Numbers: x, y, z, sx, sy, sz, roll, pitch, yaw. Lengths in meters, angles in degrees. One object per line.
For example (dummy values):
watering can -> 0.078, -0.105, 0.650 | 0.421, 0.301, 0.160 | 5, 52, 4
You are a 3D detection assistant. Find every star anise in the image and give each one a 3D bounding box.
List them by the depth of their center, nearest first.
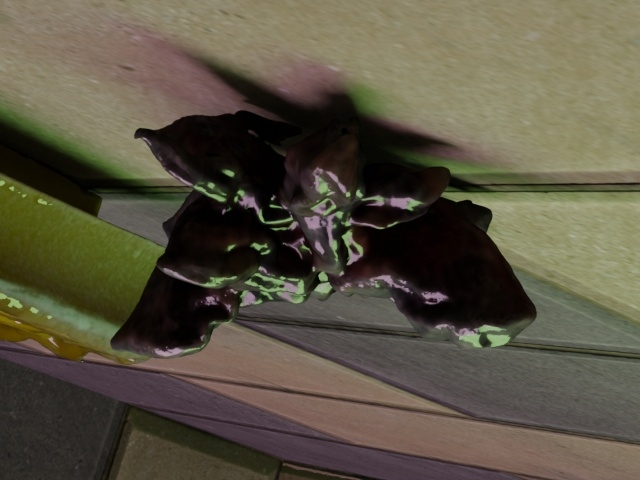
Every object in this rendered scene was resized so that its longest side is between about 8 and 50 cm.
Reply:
star anise -> -0.004, 0.000, 1.066 | 0.212, 0.129, 0.283 | 2, 175, -6

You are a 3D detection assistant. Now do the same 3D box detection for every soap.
soap -> -0.272, -0.014, 1.341 | 0.259, 0.143, 0.281 | 14, 170, 40
